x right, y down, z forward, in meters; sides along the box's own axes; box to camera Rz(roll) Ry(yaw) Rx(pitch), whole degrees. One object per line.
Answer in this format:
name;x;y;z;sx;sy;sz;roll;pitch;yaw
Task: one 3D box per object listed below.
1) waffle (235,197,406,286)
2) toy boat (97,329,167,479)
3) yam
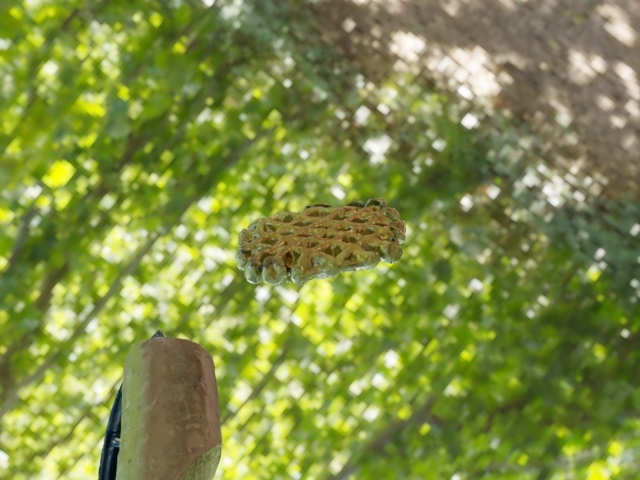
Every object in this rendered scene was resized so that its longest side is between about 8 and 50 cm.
waffle;0.000;0.000;1.533;0.169;0.184;0.036;-99;0;-67
toy boat;-0.221;0.262;1.862;0.096;0.299;0.062;9;179;22
yam;-0.143;0.195;1.363;0.106;0.106;0.259;41;-157;-28
